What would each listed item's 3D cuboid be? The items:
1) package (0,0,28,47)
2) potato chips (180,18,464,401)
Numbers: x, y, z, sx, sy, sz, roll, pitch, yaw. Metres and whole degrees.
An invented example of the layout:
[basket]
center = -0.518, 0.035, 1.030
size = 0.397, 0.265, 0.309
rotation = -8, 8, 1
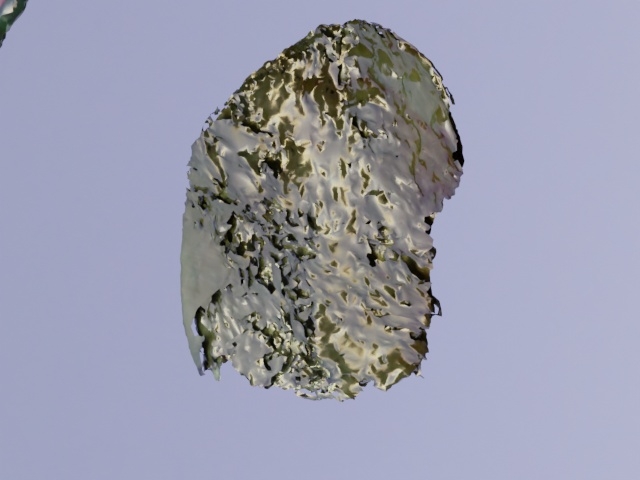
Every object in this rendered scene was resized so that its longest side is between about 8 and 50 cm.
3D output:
[package]
center = -0.116, -0.131, 0.714
size = 0.040, 0.232, 0.166
rotation = 10, -49, -15
[potato chips]
center = 0.000, 0.000, 0.750
size = 0.142, 0.209, 0.026
rotation = 55, -134, -6
